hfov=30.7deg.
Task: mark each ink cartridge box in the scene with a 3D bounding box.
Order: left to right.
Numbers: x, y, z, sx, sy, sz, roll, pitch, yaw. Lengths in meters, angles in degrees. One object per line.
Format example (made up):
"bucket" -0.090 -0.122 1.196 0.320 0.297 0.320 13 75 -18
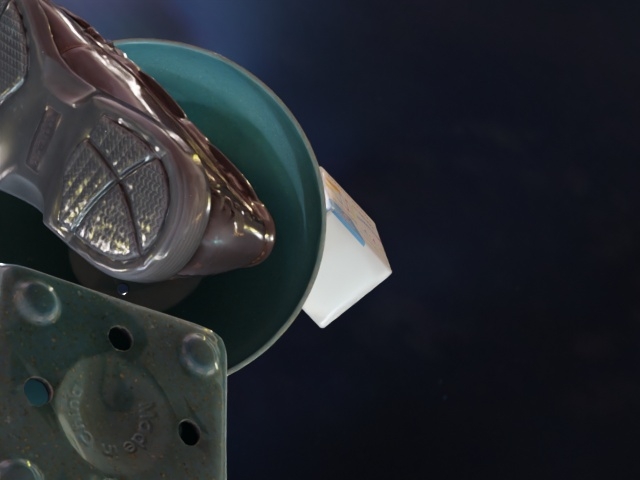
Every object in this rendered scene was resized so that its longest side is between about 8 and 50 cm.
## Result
"ink cartridge box" 0.000 0.000 1.156 0.092 0.090 0.143 47 -168 -21

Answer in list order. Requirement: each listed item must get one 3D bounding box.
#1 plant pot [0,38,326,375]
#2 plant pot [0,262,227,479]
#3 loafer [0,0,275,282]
"plant pot" -0.156 -0.009 1.033 0.290 0.195 0.290 2 -99 -12
"plant pot" -0.180 0.149 0.688 0.247 0.252 0.248 23 -132 -32
"loafer" -0.141 -0.067 0.690 0.095 0.109 0.302 13 -158 -50
